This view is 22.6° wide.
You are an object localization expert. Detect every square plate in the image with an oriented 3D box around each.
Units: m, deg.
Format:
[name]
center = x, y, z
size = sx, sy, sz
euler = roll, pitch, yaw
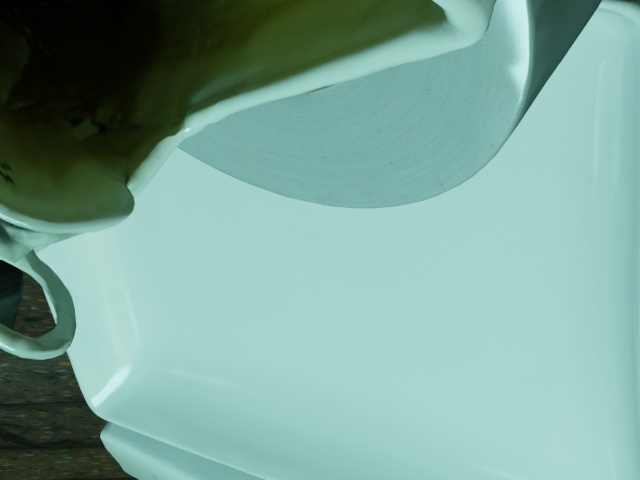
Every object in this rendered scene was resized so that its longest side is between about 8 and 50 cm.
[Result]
[square plate]
center = 0.000, 0.000, 0.736
size = 0.347, 0.049, 0.344
euler = 15, 137, 27

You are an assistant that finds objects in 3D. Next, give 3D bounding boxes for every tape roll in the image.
[tape roll]
center = -0.016, -0.114, 0.519
size = 0.219, 0.072, 0.219
euler = 24, 144, 19

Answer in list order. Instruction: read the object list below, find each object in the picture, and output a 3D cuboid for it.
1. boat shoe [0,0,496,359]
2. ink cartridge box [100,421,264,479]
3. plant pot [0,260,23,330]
[boat shoe]
center = -0.081, -0.050, 0.416
size = 0.136, 0.156, 0.367
euler = 24, 159, -37
[ink cartridge box]
center = 0.037, 0.109, 1.015
size = 0.289, 0.211, 0.121
euler = 25, 164, 10
[plant pot]
center = -0.262, -0.006, 0.901
size = 0.167, 0.187, 0.188
euler = -8, 165, -16
